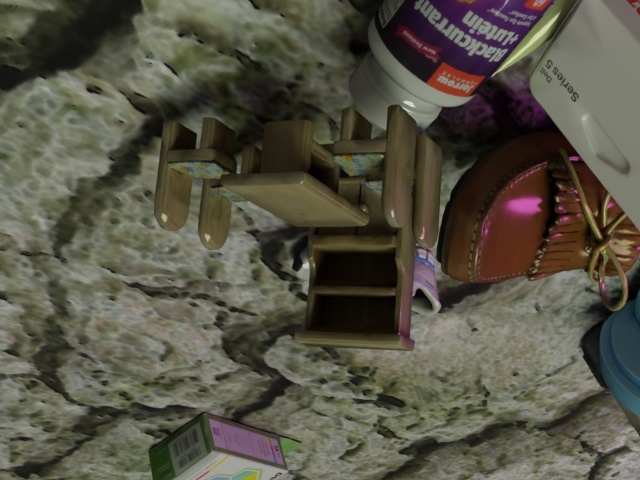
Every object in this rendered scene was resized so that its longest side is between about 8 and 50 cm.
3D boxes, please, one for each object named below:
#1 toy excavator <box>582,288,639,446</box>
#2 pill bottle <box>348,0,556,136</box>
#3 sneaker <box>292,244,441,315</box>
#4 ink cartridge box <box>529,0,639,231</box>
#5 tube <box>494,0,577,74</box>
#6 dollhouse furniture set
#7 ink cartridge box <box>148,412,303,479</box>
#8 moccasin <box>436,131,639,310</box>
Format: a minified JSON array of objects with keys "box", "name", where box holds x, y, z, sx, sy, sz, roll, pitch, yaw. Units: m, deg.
[{"box":[0.566,0.055,1.280,0.432,0.222,0.445,-17,136,-5],"name":"toy excavator"},{"box":[0.106,-0.176,0.822,0.108,0.108,0.193,9,136,-34],"name":"pill bottle"},{"box":[0.059,0.045,1.120,0.190,0.083,0.071,8,138,-30],"name":"sneaker"},{"box":[0.345,-0.126,0.858,0.272,0.198,0.115,-19,154,-30],"name":"ink cartridge box"},{"box":[0.227,-0.227,0.841,0.240,0.062,0.070,-41,155,25],"name":"tube"},{"box":[0.000,0.000,0.896,0.212,0.161,0.242,0,167,24],"name":"dollhouse furniture set"},{"box":[-0.120,0.308,1.403,0.109,0.062,0.209,-37,141,22],"name":"ink cartridge box"},{"box":[0.257,-0.022,0.971,0.380,0.147,0.139,-5,116,-44],"name":"moccasin"}]
